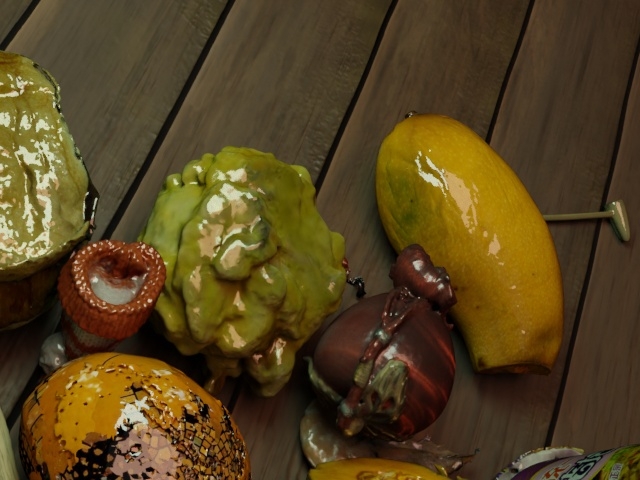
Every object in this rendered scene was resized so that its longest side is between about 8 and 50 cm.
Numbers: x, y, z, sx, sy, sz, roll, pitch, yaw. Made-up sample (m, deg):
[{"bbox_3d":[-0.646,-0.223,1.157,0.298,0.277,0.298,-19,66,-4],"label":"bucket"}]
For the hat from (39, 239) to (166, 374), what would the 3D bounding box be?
[{"bbox_3d":[-0.220,0.080,1.124,0.093,0.162,0.112,29,37,-1],"label":"hat"}]

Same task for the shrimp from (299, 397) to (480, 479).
[{"bbox_3d":[0.077,0.222,1.311,0.223,0.047,0.126,8,54,-26],"label":"shrimp"}]

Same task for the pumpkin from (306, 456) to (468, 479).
[{"bbox_3d":[0.122,0.356,1.125,0.242,0.324,0.232,2,97,-64],"label":"pumpkin"}]

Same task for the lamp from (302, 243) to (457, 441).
[{"bbox_3d":[0.084,0.131,1.262,0.223,0.215,0.151,-38,69,-20],"label":"lamp"}]

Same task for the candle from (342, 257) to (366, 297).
[{"bbox_3d":[0.001,-0.001,1.385,0.167,0.021,0.026,49,53,-1],"label":"candle"}]

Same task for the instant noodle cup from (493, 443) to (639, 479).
[{"bbox_3d":[0.368,0.355,1.280,0.339,0.266,0.340,14,60,-25],"label":"instant noodle cup"}]

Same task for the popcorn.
[{"bbox_3d":[-0.091,0.035,1.229,0.233,0.192,0.266,-2,92,-48],"label":"popcorn"}]

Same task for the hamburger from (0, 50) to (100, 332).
[{"bbox_3d":[-0.350,-0.051,1.132,0.265,0.134,0.285,13,55,-19],"label":"hamburger"}]

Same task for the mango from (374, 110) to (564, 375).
[{"bbox_3d":[0.189,0.005,1.424,0.187,0.144,0.359,-34,92,-26],"label":"mango"}]

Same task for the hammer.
[{"bbox_3d":[0.348,-0.022,1.606,0.195,0.028,0.060,-3,76,-29],"label":"hammer"}]

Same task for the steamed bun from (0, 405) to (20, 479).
[{"bbox_3d":[-0.385,0.203,0.925,0.272,0.273,0.290,-22,95,-11],"label":"steamed bun"}]

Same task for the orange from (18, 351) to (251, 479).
[{"bbox_3d":[-0.169,0.203,1.053,0.234,0.234,0.182,44,74,-5],"label":"orange"}]
